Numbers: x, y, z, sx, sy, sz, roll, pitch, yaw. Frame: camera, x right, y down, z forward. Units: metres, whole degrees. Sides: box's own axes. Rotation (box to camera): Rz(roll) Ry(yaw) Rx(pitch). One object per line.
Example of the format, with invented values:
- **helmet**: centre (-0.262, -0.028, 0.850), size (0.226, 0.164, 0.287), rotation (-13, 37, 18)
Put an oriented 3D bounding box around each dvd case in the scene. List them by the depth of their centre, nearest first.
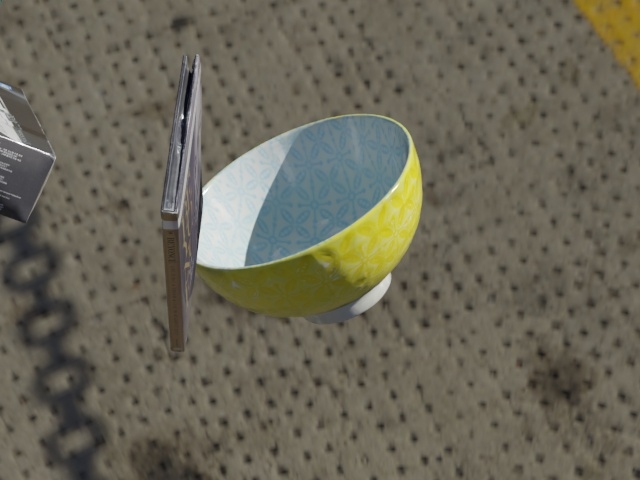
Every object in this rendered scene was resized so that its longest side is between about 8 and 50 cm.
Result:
- **dvd case**: centre (-0.117, -0.028, 1.326), size (0.018, 0.221, 0.164), rotation (4, 56, 0)

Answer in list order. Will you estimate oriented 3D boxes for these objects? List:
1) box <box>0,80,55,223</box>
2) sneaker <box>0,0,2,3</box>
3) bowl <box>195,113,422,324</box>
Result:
- **box**: centre (-0.419, -0.135, 1.435), size (0.307, 0.076, 0.242), rotation (21, 12, -24)
- **sneaker**: centre (-0.471, -0.321, 1.913), size (0.166, 0.076, 0.065), rotation (11, 42, -19)
- **bowl**: centre (0.000, 0.000, 1.731), size (0.289, 0.156, 0.289), rotation (-20, 30, 12)
